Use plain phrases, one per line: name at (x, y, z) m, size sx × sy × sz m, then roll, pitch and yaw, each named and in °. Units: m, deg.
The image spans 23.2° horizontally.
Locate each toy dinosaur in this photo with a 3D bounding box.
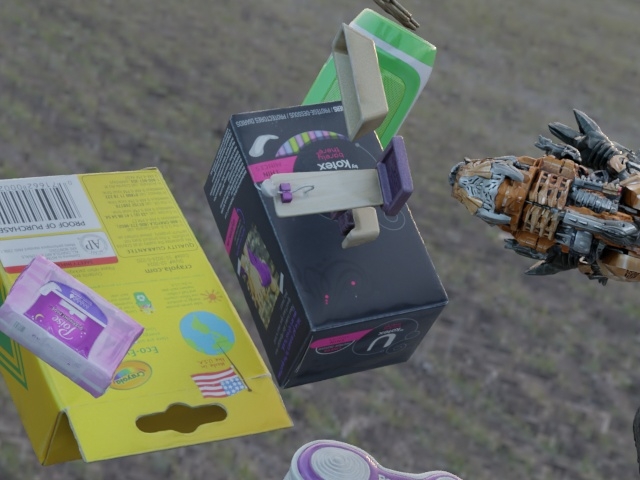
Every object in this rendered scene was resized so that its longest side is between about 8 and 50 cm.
toy dinosaur at (0.271, -0.011, 1.465) m, size 0.322 × 0.164 × 0.218 m, roll 36°, pitch 4°, yaw -12°

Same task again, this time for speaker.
speaker at (0.031, -0.146, 2.017) m, size 0.131 × 0.296 × 0.131 m, roll 29°, pitch 10°, yaw -5°

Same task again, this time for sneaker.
sneaker at (0.089, 0.347, 1.922) m, size 0.305 × 0.152 × 0.114 m, roll 24°, pitch 42°, yaw -7°

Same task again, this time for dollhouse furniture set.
dollhouse furniture set at (-0.006, -0.061, 0.921) m, size 0.081 × 0.114 × 0.091 m, roll -5°, pitch -19°, yaw -15°

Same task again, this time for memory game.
memory game at (0.040, -0.296, 1.741) m, size 0.186 × 0.012 × 0.186 m, roll 41°, pitch 5°, yaw -4°

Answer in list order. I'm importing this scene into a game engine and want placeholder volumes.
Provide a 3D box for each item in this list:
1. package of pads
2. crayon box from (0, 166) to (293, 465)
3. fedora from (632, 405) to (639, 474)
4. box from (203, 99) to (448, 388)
package of pads at (-0.153, 0.052, 0.942) m, size 0.083 × 0.032 × 0.050 m, roll 36°, pitch 46°, yaw -9°
crayon box at (-0.183, 0.077, 1.372) m, size 0.202 × 0.081 × 0.318 m, roll -5°, pitch 48°, yaw -32°
fedora at (0.347, 0.272, 1.235) m, size 0.153 × 0.334 × 0.334 m, roll -11°, pitch 13°, yaw 11°
box at (0.000, 0.000, 1.688) m, size 0.165 × 0.143 × 0.270 m, roll -11°, pitch 63°, yaw -24°
